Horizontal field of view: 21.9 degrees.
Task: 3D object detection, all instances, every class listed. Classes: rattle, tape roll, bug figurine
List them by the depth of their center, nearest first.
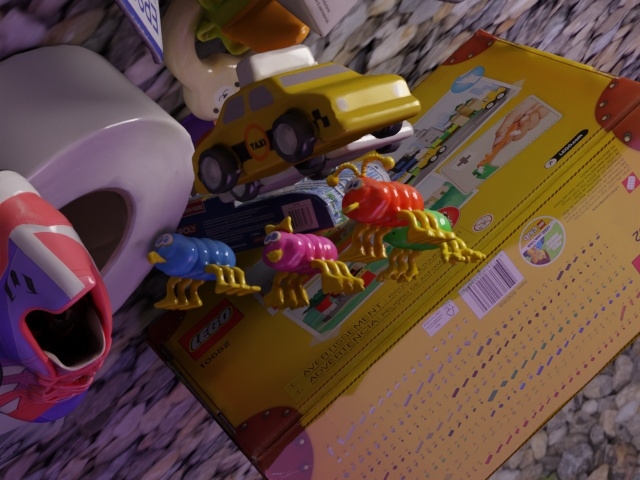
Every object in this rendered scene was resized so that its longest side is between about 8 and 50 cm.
[{"bbox_3d":[-0.233,-0.012,1.299,0.286,0.100,0.286,-41,159,-19],"label":"tape roll"},{"bbox_3d":[-0.052,-0.129,1.369,0.130,0.142,0.200,-34,143,-44],"label":"rattle"},{"bbox_3d":[0.000,0.000,1.390,0.279,0.072,0.216,-15,166,31],"label":"bug figurine"}]

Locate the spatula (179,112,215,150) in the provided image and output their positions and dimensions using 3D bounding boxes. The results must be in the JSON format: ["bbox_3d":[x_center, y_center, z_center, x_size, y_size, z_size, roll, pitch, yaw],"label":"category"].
[{"bbox_3d":[-0.055,-0.179,1.465,0.296,0.030,0.084,-56,157,20],"label":"spatula"}]

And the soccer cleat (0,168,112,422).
[{"bbox_3d":[-0.200,0.073,1.201,0.108,0.116,0.318,-41,159,-21],"label":"soccer cleat"}]

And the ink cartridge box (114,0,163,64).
[{"bbox_3d":[-0.151,-0.280,0.709,0.071,0.330,0.324,-8,162,9],"label":"ink cartridge box"}]

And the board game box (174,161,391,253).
[{"bbox_3d":[-0.037,-0.040,1.605,0.194,0.060,0.194,-14,-172,27],"label":"board game box"}]

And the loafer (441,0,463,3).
[{"bbox_3d":[0.052,-0.261,1.389,0.251,0.094,0.087,-2,117,-56],"label":"loafer"}]

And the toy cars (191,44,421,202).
[{"bbox_3d":[-0.019,-0.095,1.308,0.176,0.087,0.393,-18,179,1],"label":"toy cars"}]

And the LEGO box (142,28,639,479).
[{"bbox_3d":[0.107,0.044,1.643,0.500,0.372,0.193,-42,115,-5],"label":"LEGO box"}]

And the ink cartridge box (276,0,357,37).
[{"bbox_3d":[0.010,-0.280,1.243,0.203,0.148,0.086,-48,158,-4],"label":"ink cartridge box"}]

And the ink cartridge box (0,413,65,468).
[{"bbox_3d":[-0.277,0.145,1.515,0.224,0.045,0.223,-37,168,-25],"label":"ink cartridge box"}]

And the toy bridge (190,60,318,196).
[{"bbox_3d":[-0.058,-0.108,1.546,0.188,0.026,0.063,-43,-178,-29],"label":"toy bridge"}]

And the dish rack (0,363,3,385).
[{"bbox_3d":[-0.349,0.133,1.186,0.271,0.208,0.074,-60,172,33],"label":"dish rack"}]
